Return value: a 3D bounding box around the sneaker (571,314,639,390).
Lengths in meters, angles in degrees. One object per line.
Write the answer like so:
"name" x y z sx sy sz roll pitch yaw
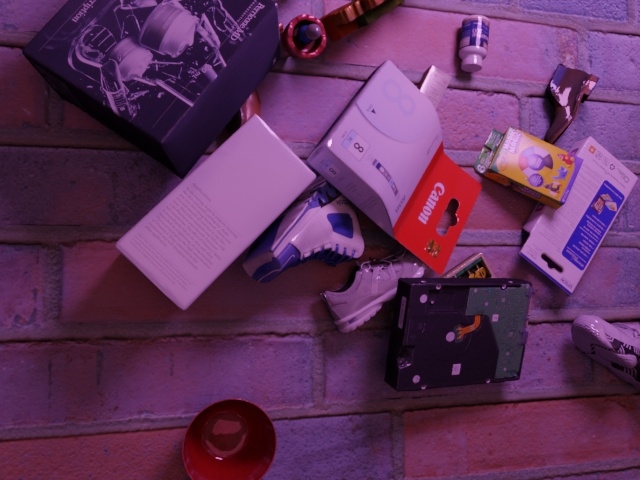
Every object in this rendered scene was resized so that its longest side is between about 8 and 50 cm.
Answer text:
"sneaker" 0.783 0.231 1.398 0.366 0.137 0.210 34 77 -16

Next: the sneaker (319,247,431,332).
"sneaker" 0.126 0.076 1.240 0.281 0.105 0.115 -39 97 -14

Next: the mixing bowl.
"mixing bowl" -0.186 0.397 1.134 0.182 0.098 0.181 1 86 -16

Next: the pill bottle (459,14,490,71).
"pill bottle" 0.369 -0.472 1.367 0.067 0.067 0.120 8 84 -15

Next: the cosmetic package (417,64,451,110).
"cosmetic package" 0.256 -0.347 1.341 0.060 0.041 0.115 30 79 -10

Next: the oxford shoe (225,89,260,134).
"oxford shoe" -0.167 -0.324 1.220 0.076 0.076 0.212 2 81 -46

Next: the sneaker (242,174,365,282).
"sneaker" 0.001 -0.001 1.168 0.182 0.128 0.315 52 47 -14

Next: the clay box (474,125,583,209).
"clay box" 0.495 -0.181 1.360 0.222 0.053 0.127 26 78 5

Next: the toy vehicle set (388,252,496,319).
"toy vehicle set" 0.307 0.166 1.319 0.267 0.035 0.165 -33 95 -15

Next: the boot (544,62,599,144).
"boot" 0.596 -0.342 1.431 0.106 0.082 0.219 34 82 12

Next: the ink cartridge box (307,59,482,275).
"ink cartridge box" 0.199 -0.159 1.231 0.385 0.091 0.308 40 56 -11

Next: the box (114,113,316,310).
"box" -0.203 -0.047 1.102 0.168 0.215 0.345 46 76 -8

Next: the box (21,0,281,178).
"box" -0.298 -0.356 1.078 0.313 0.179 0.343 33 77 6

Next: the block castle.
"block castle" 0.044 -0.597 1.173 0.453 0.213 0.303 -38 113 -14

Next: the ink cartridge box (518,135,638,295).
"ink cartridge box" 0.630 -0.063 1.410 0.176 0.069 0.370 37 75 -9

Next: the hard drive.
"hard drive" 0.308 0.199 1.243 0.339 0.064 0.236 1 101 -24
